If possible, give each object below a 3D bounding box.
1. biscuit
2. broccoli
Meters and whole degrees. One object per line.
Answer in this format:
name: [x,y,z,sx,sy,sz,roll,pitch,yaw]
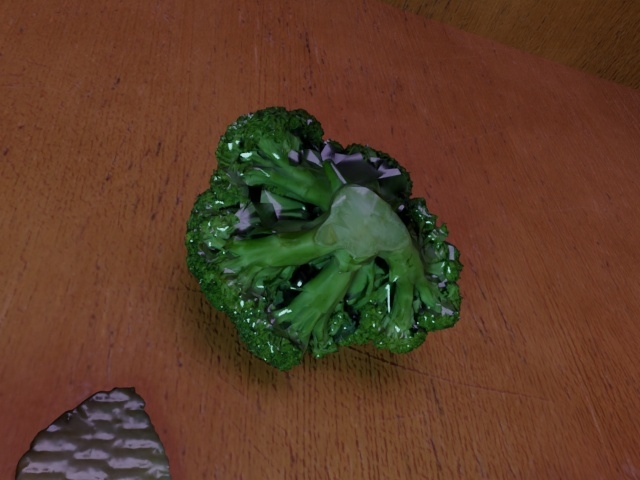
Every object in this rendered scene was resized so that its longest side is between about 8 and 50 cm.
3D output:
biscuit: [-0.234,0.289,0.744,0.187,0.036,0.274,-6,49,-34]
broccoli: [-0.006,0.005,0.988,0.413,0.321,0.310,51,13,-3]
